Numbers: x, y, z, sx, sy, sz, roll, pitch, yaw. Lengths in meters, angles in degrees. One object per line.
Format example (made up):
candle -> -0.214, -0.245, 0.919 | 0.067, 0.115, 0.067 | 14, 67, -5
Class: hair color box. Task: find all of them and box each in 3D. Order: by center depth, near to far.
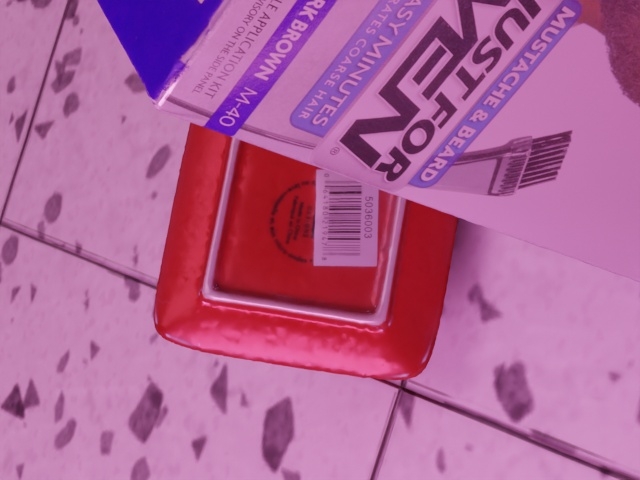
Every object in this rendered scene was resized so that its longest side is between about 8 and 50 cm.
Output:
hair color box -> 0.092, -0.105, 0.703 | 0.185, 0.339, 0.110 | -52, 46, 23

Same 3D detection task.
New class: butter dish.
butter dish -> 0.000, 0.000, 0.953 | 0.160, 0.118, 0.160 | 8, 79, 9
